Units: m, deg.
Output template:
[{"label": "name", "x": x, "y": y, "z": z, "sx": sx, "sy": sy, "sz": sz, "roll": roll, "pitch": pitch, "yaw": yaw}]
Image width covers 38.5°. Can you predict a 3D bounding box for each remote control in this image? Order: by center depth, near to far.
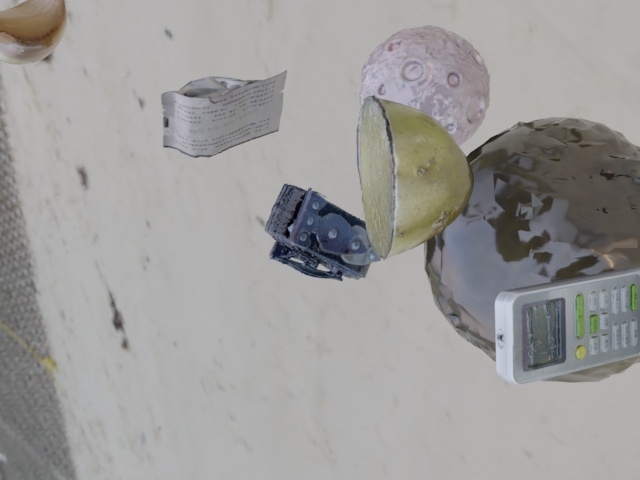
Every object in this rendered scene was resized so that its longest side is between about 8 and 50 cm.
[{"label": "remote control", "x": 0.299, "y": 0.090, "z": 1.026, "sx": 0.034, "sy": 0.250, "sz": 0.103, "roll": 10, "pitch": 104, "yaw": 60}]

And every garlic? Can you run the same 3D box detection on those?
[{"label": "garlic", "x": -0.541, "y": -0.392, "z": 1.700, "sx": 0.128, "sy": 0.207, "sz": 0.115, "roll": 39, "pitch": 143, "yaw": -2}]

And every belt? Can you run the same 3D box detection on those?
[{"label": "belt", "x": 0.000, "y": -0.001, "z": 1.543, "sx": 0.122, "sy": 0.218, "sz": 0.128, "roll": 16, "pitch": 82, "yaw": 50}]

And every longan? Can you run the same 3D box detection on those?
[{"label": "longan", "x": 0.346, "y": 0.014, "z": 1.330, "sx": 0.391, "sy": 0.391, "sz": 0.391, "roll": 46, "pitch": 146, "yaw": 43}]

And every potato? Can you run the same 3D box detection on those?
[{"label": "potato", "x": 0.111, "y": -0.077, "z": 1.037, "sx": 0.202, "sy": 0.117, "sz": 0.182, "roll": -114, "pitch": 20, "yaw": -72}]

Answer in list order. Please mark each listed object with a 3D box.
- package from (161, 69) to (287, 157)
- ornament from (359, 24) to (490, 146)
[{"label": "package", "x": -0.191, "y": -0.247, "z": 1.827, "sx": 0.204, "sy": 0.251, "sz": 0.062, "roll": 108, "pitch": 148, "yaw": -62}, {"label": "ornament", "x": 0.198, "y": -0.284, "z": 1.782, "sx": 0.259, "sy": 0.225, "sz": 0.259, "roll": 33, "pitch": 144, "yaw": 29}]
